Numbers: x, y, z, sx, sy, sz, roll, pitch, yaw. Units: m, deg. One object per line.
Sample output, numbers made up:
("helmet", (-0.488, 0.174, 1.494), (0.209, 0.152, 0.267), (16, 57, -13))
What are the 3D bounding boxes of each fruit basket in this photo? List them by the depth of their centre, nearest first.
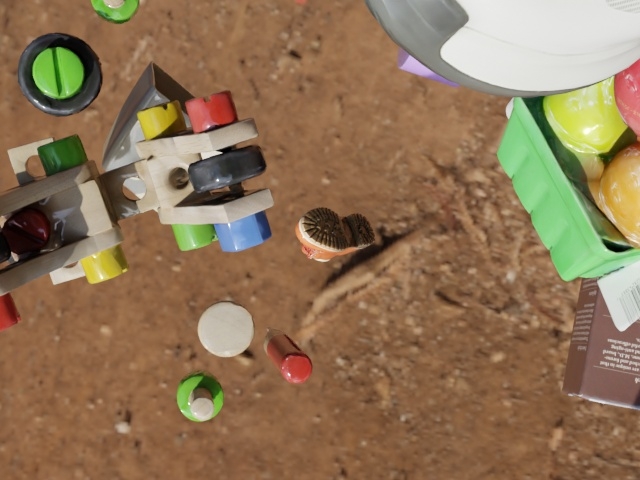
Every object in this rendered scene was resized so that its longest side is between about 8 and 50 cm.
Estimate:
("fruit basket", (0.359, -0.125, 1.209), (0.353, 0.165, 0.327), (-51, 53, 44))

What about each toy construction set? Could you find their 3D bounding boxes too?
("toy construction set", (-0.145, -0.004, 0.894), (0.257, 0.309, 0.237), (-45, 8, -4))

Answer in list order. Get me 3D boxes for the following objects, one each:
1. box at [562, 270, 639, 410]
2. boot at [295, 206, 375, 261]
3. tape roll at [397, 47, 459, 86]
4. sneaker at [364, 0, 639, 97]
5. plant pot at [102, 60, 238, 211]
("box", (0.470, 0.148, 1.671), (0.168, 0.167, 0.203), (56, -135, -85))
("boot", (0.000, 0.000, 1.461), (0.085, 0.158, 0.059), (-24, 74, 26))
("tape roll", (0.194, -0.357, 1.559), (0.275, 0.090, 0.274), (-162, 90, -85))
("sneaker", (0.221, -0.205, 0.474), (0.257, 0.448, 0.169), (-26, 87, 54))
("plant pot", (-0.152, -0.092, 1.084), (0.096, 0.109, 0.109), (-46, 22, 9))
